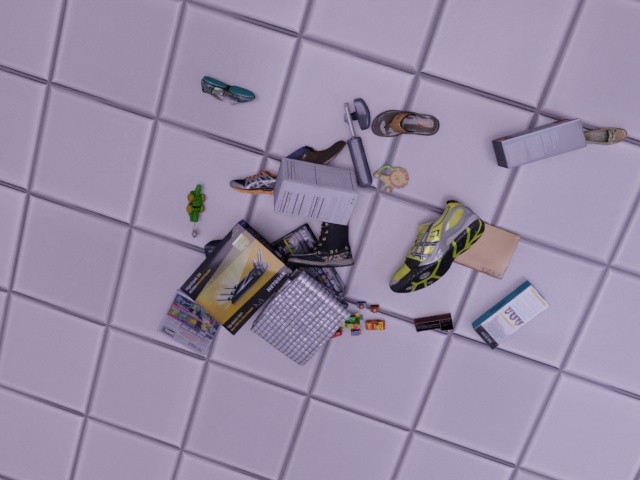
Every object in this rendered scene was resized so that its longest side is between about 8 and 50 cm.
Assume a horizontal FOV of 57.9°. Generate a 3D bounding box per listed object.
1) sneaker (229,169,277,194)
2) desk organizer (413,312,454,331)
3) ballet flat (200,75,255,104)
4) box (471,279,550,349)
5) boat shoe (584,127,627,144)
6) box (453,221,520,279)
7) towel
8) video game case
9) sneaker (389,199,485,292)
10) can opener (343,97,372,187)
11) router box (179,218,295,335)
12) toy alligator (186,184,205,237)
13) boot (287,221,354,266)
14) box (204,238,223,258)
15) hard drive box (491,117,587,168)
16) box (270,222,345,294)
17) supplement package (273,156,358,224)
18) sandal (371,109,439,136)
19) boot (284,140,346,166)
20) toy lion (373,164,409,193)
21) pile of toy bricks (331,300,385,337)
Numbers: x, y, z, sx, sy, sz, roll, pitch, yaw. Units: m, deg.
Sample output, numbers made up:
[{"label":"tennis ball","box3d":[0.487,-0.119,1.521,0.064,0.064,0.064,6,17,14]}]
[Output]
[{"label":"sneaker","box3d":[-0.202,-0.198,1.958,0.215,0.084,0.083,0,103,-4]},{"label":"desk organizer","box3d":[0.392,0.290,2.003,0.130,0.050,0.047,-10,100,9]},{"label":"ballet flat","box3d":[-0.308,-0.487,1.923,0.188,0.070,0.070,22,104,4]},{"label":"box","box3d":[0.641,0.253,1.960,0.244,0.060,0.100,-41,94,13]},{"label":"boat shoe","box3d":[0.885,-0.326,1.813,0.153,0.048,0.056,2,102,7]},{"label":"box","box3d":[0.545,0.023,1.943,0.201,0.021,0.164,21,104,2]},{"label":"towel","box3d":[-0.064,0.252,1.956,0.235,0.121,0.283,38,107,-4]},{"label":"video game case","box3d":[-0.476,0.303,2.125,0.201,0.023,0.183,29,104,1]},{"label":"sneaker","box3d":[0.369,0.030,1.926,0.384,0.145,0.147,-45,57,21]},{"label":"can opener","box3d":[0.138,-0.319,1.891,0.095,0.076,0.283,-15,101,10]},{"label":"router box","box3d":[-0.273,0.122,1.920,0.243,0.081,0.309,41,102,-4]},{"label":"toy alligator","box3d":[-0.444,-0.107,2.021,0.051,0.056,0.189,23,110,45]},{"label":"boot","box3d":[0.000,0.000,1.921,0.236,0.085,0.178,2,84,-26]},{"label":"box","box3d":[-0.305,0.099,2.016,0.153,0.108,0.207,-4,101,7]},{"label":"hard drive box","box3d":[0.665,-0.298,1.779,0.232,0.181,0.089,-15,99,9]},{"label":"box","box3d":[-0.072,0.107,2.015,0.216,0.060,0.270,-30,97,12]},{"label":"supplement package","box3d":[-0.019,-0.157,1.860,0.244,0.139,0.134,9,129,-13]},{"label":"sandal","box3d":[0.275,-0.373,1.870,0.219,0.060,0.090,7,103,5]},{"label":"boot","box3d":[-0.023,-0.285,1.914,0.219,0.082,0.106,-37,98,15]},{"label":"toy lion","box3d":[0.241,-0.211,1.926,0.096,0.034,0.100,-39,95,6]},{"label":"pile of toy bricks","box3d":[0.116,0.284,2.006,0.212,0.105,0.118,-4,101,8]}]
